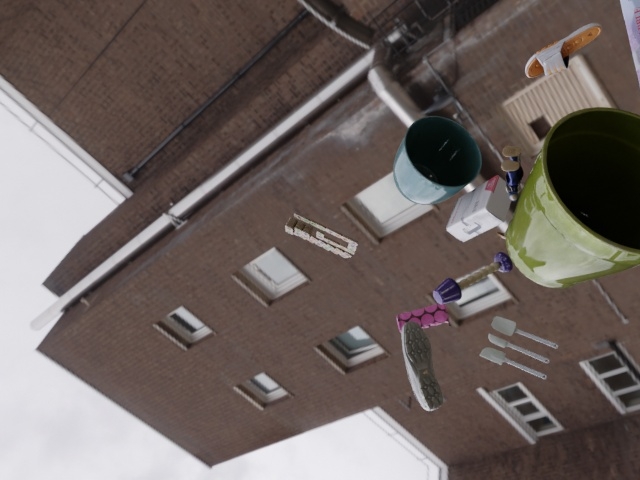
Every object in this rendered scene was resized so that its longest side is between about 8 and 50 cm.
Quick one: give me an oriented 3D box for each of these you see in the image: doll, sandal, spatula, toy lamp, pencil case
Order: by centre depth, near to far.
[{"bbox_3d":[0.473,-0.163,1.352,0.189,0.046,0.129,45,-127,-61],"label":"doll"},{"bbox_3d":[0.475,0.121,1.739,0.275,0.080,0.080,-24,-97,-21],"label":"toy lamp"},{"bbox_3d":[0.820,-0.625,1.861,0.102,0.265,0.076,21,-132,-44],"label":"sandal"},{"bbox_3d":[0.729,0.394,2.023,0.242,0.168,0.019,21,-177,21],"label":"spatula"},{"bbox_3d":[0.414,0.319,2.229,0.098,0.210,0.095,55,-157,-68],"label":"pencil case"}]

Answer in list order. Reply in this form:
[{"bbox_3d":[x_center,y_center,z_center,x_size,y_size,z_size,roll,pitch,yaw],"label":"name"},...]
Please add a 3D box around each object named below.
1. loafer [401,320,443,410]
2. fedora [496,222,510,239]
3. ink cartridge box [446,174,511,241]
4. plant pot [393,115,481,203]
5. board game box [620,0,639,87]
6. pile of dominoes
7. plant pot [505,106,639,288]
[{"bbox_3d":[0.354,0.454,2.003,0.112,0.111,0.319,-7,-108,-13],"label":"loafer"},{"bbox_3d":[0.797,-0.024,2.184,0.195,0.079,0.194,17,-170,-3],"label":"fedora"},{"bbox_3d":[0.555,-0.107,1.929,0.092,0.218,0.158,35,-119,-12],"label":"ink cartridge box"},{"bbox_3d":[0.399,-0.264,2.023,0.293,0.235,0.292,6,-116,-13],"label":"plant pot"},{"bbox_3d":[0.856,-0.502,1.394,0.319,0.066,0.317,-17,-86,-45],"label":"board game box"},{"bbox_3d":[0.000,0.000,1.889,0.251,0.196,0.040,26,-110,7],"label":"pile of dominoes"},{"bbox_3d":[0.620,-0.055,1.306,0.367,0.353,0.366,3,-117,-6],"label":"plant pot"}]
